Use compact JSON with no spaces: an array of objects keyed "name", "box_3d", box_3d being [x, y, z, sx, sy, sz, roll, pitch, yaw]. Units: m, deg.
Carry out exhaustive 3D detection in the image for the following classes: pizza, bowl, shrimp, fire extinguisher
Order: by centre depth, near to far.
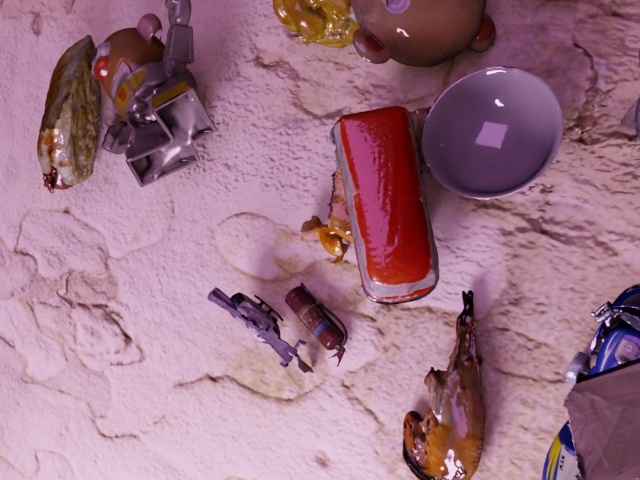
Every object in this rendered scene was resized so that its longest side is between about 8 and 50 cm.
[{"name":"shrimp","box_3d":[0.159,0.194,0.887,0.117,0.066,0.261,-5,73,27]},{"name":"bowl","box_3d":[0.240,-0.135,0.916,0.189,0.086,0.188,-7,73,25]},{"name":"pizza","box_3d":[0.090,-0.087,0.985,0.147,0.069,0.226,5,84,9]},{"name":"fire extinguisher","box_3d":[0.000,0.125,1.005,0.132,0.039,0.056,46,109,29]}]

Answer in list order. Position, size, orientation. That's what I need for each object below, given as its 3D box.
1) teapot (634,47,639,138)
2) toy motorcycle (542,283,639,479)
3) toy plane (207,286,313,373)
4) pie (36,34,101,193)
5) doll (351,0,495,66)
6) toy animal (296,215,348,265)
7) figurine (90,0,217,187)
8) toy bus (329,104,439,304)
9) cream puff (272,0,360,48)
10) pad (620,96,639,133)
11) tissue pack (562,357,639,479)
[{"name":"teapot","box_3d":[0.426,-0.152,0.806,0.149,0.108,0.111,40,101,25]},{"name":"toy motorcycle","box_3d":[0.334,0.151,0.745,0.113,0.169,0.315,26,90,29]},{"name":"toy plane","box_3d":[-0.084,0.140,1.024,0.197,0.078,0.053,40,95,15]},{"name":"pie","box_3d":[-0.465,-0.239,1.248,0.257,0.106,0.274,144,132,-66]},{"name":"doll","box_3d":[0.126,-0.414,0.974,0.235,0.174,0.329,-10,85,-14]},{"name":"toy animal","box_3d":[0.000,0.000,1.026,0.083,0.060,0.081,3,77,20]},{"name":"figurine","box_3d":[-0.307,-0.268,1.191,0.343,0.167,0.284,-38,58,17]},{"name":"toy bus","box_3d":[0.088,-0.046,0.886,0.122,0.120,0.264,-10,85,2]},{"name":"cream puff","box_3d":[-0.007,-0.420,1.069,0.195,0.195,0.220,-9,70,26]},{"name":"pad","box_3d":[0.526,-0.215,0.830,0.159,0.009,0.265,41,98,29]},{"name":"tissue pack","box_3d":[0.389,0.291,0.593,0.210,0.198,0.369,-27,98,15]}]
